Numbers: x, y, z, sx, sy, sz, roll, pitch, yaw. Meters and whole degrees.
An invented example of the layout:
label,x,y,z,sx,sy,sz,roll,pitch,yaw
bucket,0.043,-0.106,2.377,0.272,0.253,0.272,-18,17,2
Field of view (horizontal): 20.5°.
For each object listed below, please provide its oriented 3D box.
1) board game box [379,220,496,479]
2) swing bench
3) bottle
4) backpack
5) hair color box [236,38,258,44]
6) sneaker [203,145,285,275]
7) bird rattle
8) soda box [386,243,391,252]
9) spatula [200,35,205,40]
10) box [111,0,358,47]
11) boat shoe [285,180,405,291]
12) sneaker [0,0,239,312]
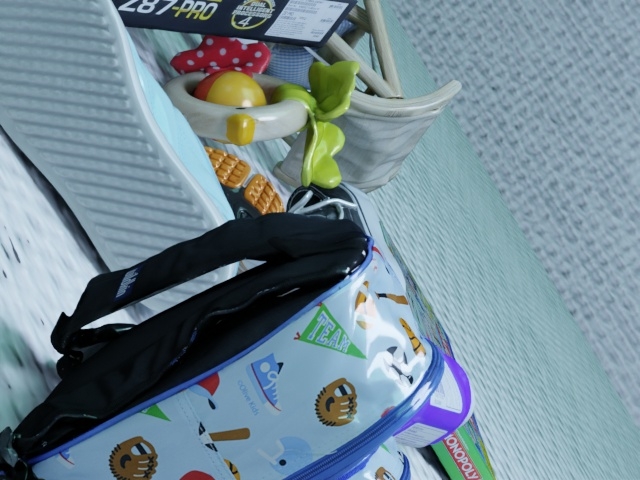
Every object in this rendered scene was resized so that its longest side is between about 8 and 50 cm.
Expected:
label,x,y,z,sx,sy,sz,roll,pitch,yaw
board game box,0.123,0.142,2.120,0.213,0.046,0.317,58,9,-32
swing bench,0.009,-0.197,2.131,0.254,0.165,0.253,60,-25,13
bottle,0.089,0.149,1.785,0.118,0.092,0.283,61,12,18
backpack,-0.050,0.110,1.136,0.213,0.263,0.276,53,12,-13
hair color box,-0.128,-0.412,2.393,0.347,0.174,0.105,44,15,-44
sneaker,-0.066,0.016,1.752,0.262,0.121,0.099,36,49,-1
bird rattle,-0.084,-0.162,1.945,0.253,0.143,0.207,30,29,30
soda box,0.047,0.066,2.005,0.061,0.058,0.181,46,28,-35
spatula,-0.161,-0.353,2.224,0.242,0.019,0.168,72,14,-52
box,-0.182,-0.360,1.877,0.395,0.097,0.318,1,51,-41
boat shoe,-0.002,0.004,1.950,0.105,0.113,0.306,27,21,-26
sneaker,-0.187,-0.101,1.519,0.366,0.135,0.150,64,5,-1
